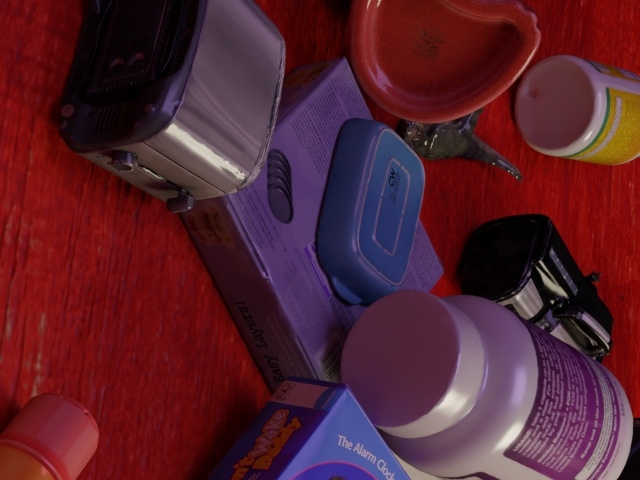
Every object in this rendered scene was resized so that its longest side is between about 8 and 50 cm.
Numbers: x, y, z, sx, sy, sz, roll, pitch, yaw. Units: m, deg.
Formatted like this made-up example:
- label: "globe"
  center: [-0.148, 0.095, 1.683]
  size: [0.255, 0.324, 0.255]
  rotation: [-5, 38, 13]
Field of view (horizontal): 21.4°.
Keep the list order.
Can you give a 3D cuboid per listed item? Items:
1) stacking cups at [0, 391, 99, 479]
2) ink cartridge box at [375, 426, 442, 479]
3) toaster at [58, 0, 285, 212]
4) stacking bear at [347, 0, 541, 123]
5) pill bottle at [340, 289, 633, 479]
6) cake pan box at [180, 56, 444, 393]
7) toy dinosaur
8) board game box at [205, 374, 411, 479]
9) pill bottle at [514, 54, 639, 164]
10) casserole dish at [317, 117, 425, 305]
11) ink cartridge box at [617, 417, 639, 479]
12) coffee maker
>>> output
- label: "stacking cups"
  center: [-0.256, 0.222, 1.164]
  size: [0.096, 0.096, 0.316]
  rotation: [60, 40, -27]
- label: "ink cartridge box"
  center: [0.108, 0.228, 1.679]
  size: [0.235, 0.056, 0.171]
  rotation: [20, 68, -52]
- label: "toaster"
  center: [-0.115, -0.139, 1.396]
  size: [0.146, 0.129, 0.227]
  rotation: [41, 50, -47]
- label: "stacking bear"
  center: [0.128, -0.244, 1.699]
  size: [0.175, 0.164, 0.289]
  rotation: [30, 29, -4]
- label: "pill bottle"
  center: [0.152, 0.147, 1.564]
  size: [0.301, 0.169, 0.169]
  rotation: [30, 60, -49]
- label: "cake pan box"
  center: [0.000, 0.000, 1.571]
  size: [0.246, 0.070, 0.267]
  rotation: [-50, 122, -43]
- label: "toy dinosaur"
  center: [0.142, -0.134, 1.798]
  size: [0.268, 0.064, 0.118]
  rotation: [8, 84, -55]
- label: "board game box"
  center: [0.015, 0.323, 1.470]
  size: [0.233, 0.078, 0.347]
  rotation: [-50, 123, -28]
- label: "pill bottle"
  center: [0.327, -0.150, 1.998]
  size: [0.208, 0.118, 0.117]
  rotation: [3, 81, -53]
- label: "casserole dish"
  center: [0.053, -0.029, 1.563]
  size: [0.114, 0.037, 0.188]
  rotation: [41, 51, -42]
- label: "ink cartridge box"
  center: [0.359, 0.263, 1.918]
  size: [0.333, 0.165, 0.065]
  rotation: [-28, 105, -53]
- label: "coffee maker"
  center: [0.235, 0.055, 1.854]
  size: [0.178, 0.120, 0.171]
  rotation: [54, 21, -34]
